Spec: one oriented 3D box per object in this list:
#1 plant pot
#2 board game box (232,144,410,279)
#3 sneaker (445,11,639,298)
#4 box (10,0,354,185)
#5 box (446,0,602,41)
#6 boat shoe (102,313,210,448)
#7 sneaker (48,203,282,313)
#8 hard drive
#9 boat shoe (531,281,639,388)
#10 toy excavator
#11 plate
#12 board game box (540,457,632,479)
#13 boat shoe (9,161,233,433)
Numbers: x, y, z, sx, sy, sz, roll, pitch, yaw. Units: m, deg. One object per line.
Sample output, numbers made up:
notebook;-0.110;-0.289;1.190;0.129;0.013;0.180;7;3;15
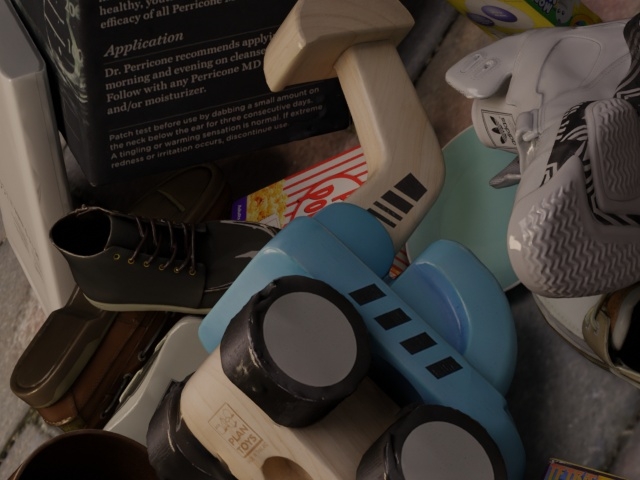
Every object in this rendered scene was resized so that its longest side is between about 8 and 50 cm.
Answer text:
plant pot;-0.254;0.318;1.714;0.230;0.215;0.215;-36;45;42
board game box;0.000;0.000;1.763;0.193;0.045;0.147;-23;52;31
sneaker;0.190;-0.070;1.481;0.210;0.137;0.366;-6;30;38
box;-0.181;-0.393;1.808;0.297;0.472;0.480;-14;40;-20
box;0.162;-0.225;1.650;0.105;0.179;0.043;11;73;46
boat shoe;-0.159;0.167;1.799;0.219;0.077;0.070;-57;8;5
sneaker;-0.138;0.013;1.720;0.222;0.118;0.083;-9;63;12
hard drive;-0.308;-0.087;1.910;0.047;0.353;0.233;-19;42;-15
boat shoe;0.264;0.061;1.439;0.302;0.103;0.113;29;87;48
toy excavator;0.038;0.030;1.562;0.445;0.433;0.222;-43;-4;-40
plate;0.157;-0.029;1.652;0.188;0.024;0.188;-21;54;32
board game box;0.225;0.254;1.402;0.170;0.048;0.141;12;73;46
boat shoe;-0.183;0.060;1.859;0.307;0.104;0.110;-51;33;-9
